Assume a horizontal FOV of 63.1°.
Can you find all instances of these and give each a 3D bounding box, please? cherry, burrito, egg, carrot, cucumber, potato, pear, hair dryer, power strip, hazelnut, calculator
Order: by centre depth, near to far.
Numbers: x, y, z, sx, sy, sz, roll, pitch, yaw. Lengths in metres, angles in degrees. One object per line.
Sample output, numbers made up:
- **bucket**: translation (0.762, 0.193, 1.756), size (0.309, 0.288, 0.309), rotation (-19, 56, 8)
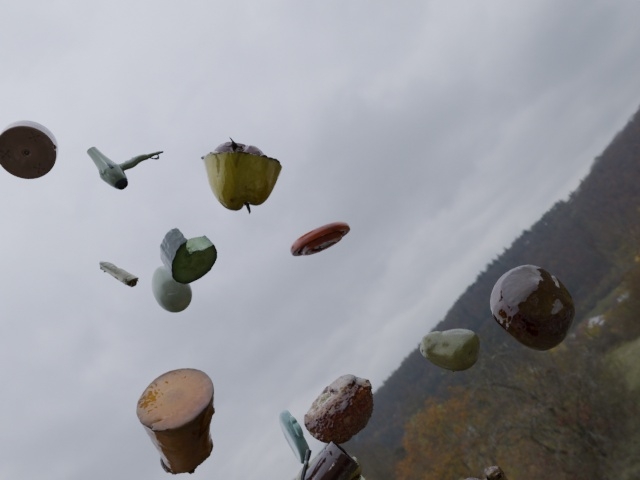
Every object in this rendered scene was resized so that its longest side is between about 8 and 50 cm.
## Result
- **carrot**: translation (-0.349, 0.481, 1.338), size (0.196, 0.196, 0.254), rotation (-30, -46, -33)
- **power strip**: translation (-0.805, -0.248, 1.429), size (0.154, 0.078, 0.154), rotation (-9, -62, -18)
- **hazelnut**: translation (0.565, 0.187, 1.429), size (0.217, 0.234, 0.218), rotation (-8, -46, -8)
- **hair dryer**: translation (-0.605, -0.256, 1.584), size (0.199, 0.167, 0.067), rotation (-52, -7, -33)
- **pear**: translation (-0.261, -0.181, 1.667), size (0.267, 0.266, 0.178), rotation (32, -116, -67)
- **burrito**: translation (-0.682, 0.109, 1.757), size (0.041, 0.185, 0.045), rotation (-47, -34, -31)
- **potato**: translation (0.441, 0.370, 1.788), size (0.157, 0.193, 0.157), rotation (7, -90, -81)
- **calculator**: translation (-0.094, 0.698, 1.849), size (0.042, 0.184, 0.295), rotation (-25, -30, -20)
- **cucumber**: translation (-0.483, 0.059, 1.901), size (0.191, 0.130, 0.191), rotation (-21, -44, -23)
- **cherry**: translation (-0.317, -0.255, 2.016), size (0.203, 0.230, 0.300), rotation (-77, -6, -54)
- **egg**: translation (-0.621, 0.201, 2.167), size (0.151, 0.209, 0.151), rotation (-27, 6, 3)

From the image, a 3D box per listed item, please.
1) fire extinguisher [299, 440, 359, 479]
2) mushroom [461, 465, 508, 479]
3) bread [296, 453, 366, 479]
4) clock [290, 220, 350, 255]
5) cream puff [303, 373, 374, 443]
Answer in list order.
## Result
- **fire extinguisher**: translation (-0.056, 0.667, 1.323), size (0.341, 0.141, 0.105), rotation (-48, -10, -10)
- **mushroom**: translation (0.429, 0.642, 1.220), size (0.138, 0.231, 0.194), rotation (-60, -42, -55)
- **bread**: translation (0.051, 0.939, 1.856), size (0.300, 0.341, 0.210), rotation (-22, -19, -3)
- **clock**: translation (0.000, 0.000, 1.647), size (0.205, 0.051, 0.205), rotation (-24, -10, -5)
- **cream puff**: translation (0.067, 0.519, 1.596), size (0.240, 0.164, 0.240), rotation (-50, -2, -3)
